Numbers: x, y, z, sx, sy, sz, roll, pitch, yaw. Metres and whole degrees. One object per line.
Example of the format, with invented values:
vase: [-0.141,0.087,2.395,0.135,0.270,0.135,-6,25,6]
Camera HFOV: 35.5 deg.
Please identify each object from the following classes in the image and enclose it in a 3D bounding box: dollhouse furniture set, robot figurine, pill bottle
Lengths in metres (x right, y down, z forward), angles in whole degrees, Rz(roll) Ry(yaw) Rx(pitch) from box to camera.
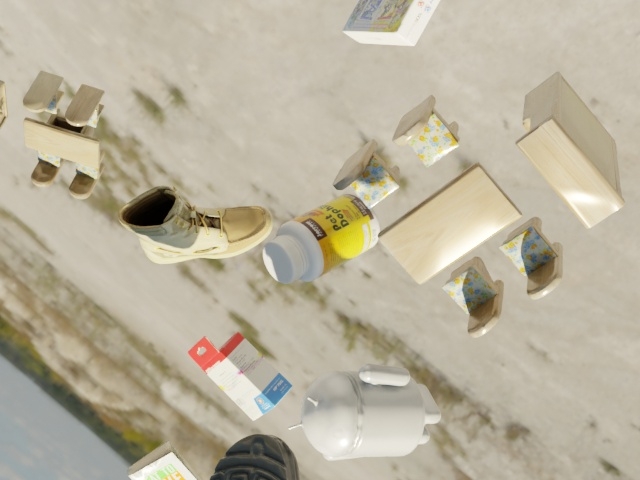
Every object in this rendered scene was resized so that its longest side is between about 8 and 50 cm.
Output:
dollhouse furniture set: [-0.515,-0.172,1.769,0.242,0.161,0.212,17,143,0]
robot figurine: [0.104,0.409,2.353,0.354,0.299,0.199,6,-149,-27]
pill bottle: [0.000,0.000,1.837,0.117,0.215,0.117,28,132,37]
dollhouse furniture set: [0.269,-0.059,1.608,0.362,0.394,0.256,48,-154,-11]

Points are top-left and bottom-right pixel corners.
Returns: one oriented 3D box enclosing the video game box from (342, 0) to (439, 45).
video game box: [0.135,-0.405,1.612,0.048,0.187,0.205,32,178,-26]

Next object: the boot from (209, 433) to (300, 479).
boot: [-0.003,0.498,1.535,0.146,0.366,0.445,1,167,33]

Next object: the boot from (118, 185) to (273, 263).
boot: [-0.231,-0.039,1.878,0.203,0.262,0.095,69,-168,-68]

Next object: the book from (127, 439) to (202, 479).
book: [-0.290,0.457,1.902,0.144,0.096,0.035,59,179,-35]

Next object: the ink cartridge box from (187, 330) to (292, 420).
ink cartridge box: [-0.192,0.305,2.358,0.231,0.078,0.134,46,144,-2]
